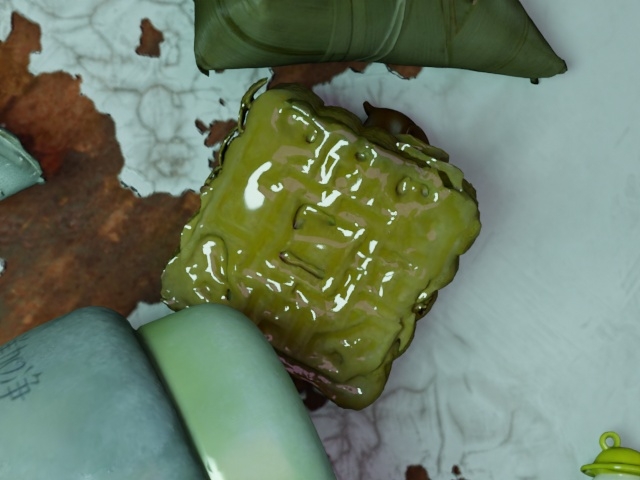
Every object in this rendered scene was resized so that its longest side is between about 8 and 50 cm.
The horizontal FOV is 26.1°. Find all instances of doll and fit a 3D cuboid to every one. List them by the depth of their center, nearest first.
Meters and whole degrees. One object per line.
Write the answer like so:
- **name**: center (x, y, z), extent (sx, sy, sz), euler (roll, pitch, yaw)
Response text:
- **doll**: center (0.282, 0.276, 1.250), extent (0.129, 0.081, 0.207), euler (-8, 77, -7)

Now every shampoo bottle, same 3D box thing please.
- **shampoo bottle**: center (-0.151, 0.214, 0.999), extent (0.317, 0.322, 0.322), euler (-25, 86, -10)

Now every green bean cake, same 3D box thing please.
- **green bean cake**: center (0.000, 0.000, 1.153), extent (0.230, 0.131, 0.224), euler (28, 100, -3)

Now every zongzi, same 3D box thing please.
- **zongzi**: center (0.038, -0.360, 1.283), extent (0.418, 0.181, 0.447), euler (4, 73, -32)

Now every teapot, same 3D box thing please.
- **teapot**: center (0.056, -0.065, 1.262), extent (0.098, 0.078, 0.129), euler (18, 67, -58)

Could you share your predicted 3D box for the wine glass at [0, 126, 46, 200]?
- **wine glass**: center (-0.336, 0.007, 1.083), extent (0.156, 0.156, 0.232), euler (31, 74, -9)
